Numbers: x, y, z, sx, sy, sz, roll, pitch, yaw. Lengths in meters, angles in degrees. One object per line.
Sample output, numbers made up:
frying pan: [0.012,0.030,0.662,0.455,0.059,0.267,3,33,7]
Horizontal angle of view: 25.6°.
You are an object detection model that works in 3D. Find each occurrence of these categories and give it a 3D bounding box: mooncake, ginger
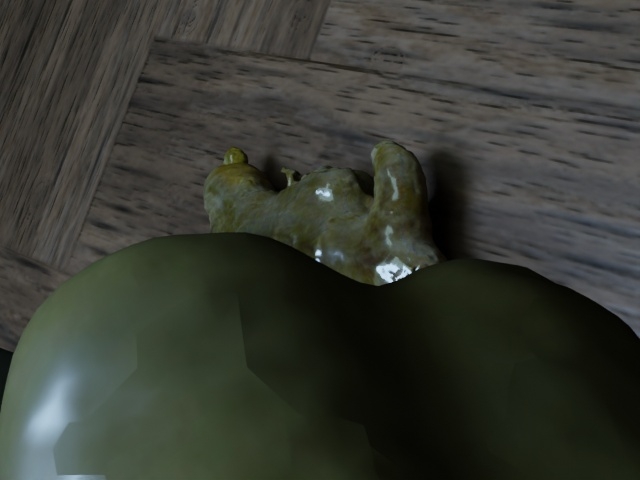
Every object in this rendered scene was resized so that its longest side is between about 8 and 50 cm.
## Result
mooncake: [0.003,0.219,0.699,0.467,0.467,0.262,-49,34,20]
ginger: [-0.001,0.000,1.075,0.333,0.080,0.166,13,94,52]

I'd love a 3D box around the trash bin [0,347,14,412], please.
trash bin: [-0.236,0.206,0.961,0.280,0.432,0.280,-21,58,39]
